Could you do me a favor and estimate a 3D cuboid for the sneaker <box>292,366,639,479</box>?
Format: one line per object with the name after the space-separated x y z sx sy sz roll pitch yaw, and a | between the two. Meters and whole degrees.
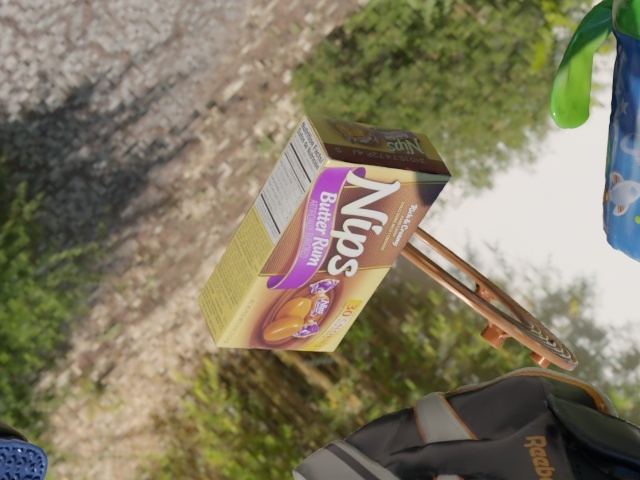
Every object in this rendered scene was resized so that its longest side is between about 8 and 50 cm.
0.096 0.128 0.471 0.127 0.126 0.321 -29 -159 -12 | sneaker

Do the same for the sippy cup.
0.344 -0.088 1.061 0.305 0.240 0.224 -105 -157 -70 | sippy cup

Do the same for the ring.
0.115 0.028 1.242 0.032 0.336 0.336 -52 170 7 | ring

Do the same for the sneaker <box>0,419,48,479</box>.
-0.341 0.167 1.040 0.232 0.090 0.081 32 80 -48 | sneaker

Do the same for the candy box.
0.000 0.000 0.897 0.109 0.053 0.187 6 132 -35 | candy box
